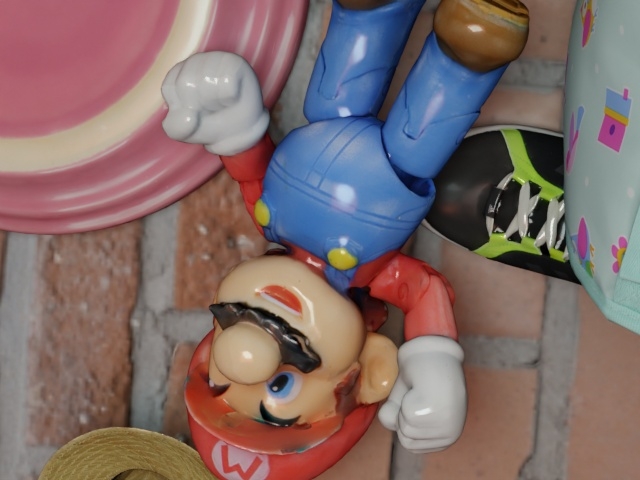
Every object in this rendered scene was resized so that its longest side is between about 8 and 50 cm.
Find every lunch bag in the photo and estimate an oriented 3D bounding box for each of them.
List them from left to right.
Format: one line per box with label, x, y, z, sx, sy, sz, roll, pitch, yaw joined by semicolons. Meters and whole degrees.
lunch bag;0.204;-0.093;0.881;0.160;0.262;0.223;15;117;9

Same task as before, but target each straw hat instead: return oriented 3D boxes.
straw hat;-0.105;0.165;1.086;0.144;0.061;0.144;5;113;11

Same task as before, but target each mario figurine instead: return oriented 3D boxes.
mario figurine;0.000;0.000;0.967;0.170;0.198;0.320;10;108;-29

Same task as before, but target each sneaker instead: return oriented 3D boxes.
sneaker;0.165;-0.012;1.007;0.234;0.097;0.084;14;97;7

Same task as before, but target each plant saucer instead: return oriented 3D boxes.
plant saucer;-0.174;-0.166;1.053;0.332;0.084;0.332;1;96;10
